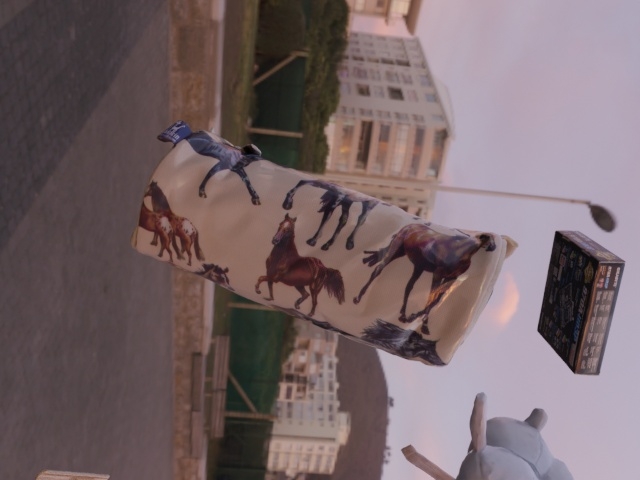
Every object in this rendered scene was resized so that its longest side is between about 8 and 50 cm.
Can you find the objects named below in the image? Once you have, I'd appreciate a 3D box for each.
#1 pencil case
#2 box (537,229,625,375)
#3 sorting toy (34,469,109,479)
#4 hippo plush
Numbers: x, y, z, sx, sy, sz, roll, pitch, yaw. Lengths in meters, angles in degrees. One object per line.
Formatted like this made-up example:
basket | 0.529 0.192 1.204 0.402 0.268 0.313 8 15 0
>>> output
pencil case | 0.000 0.000 0.713 0.160 0.411 0.183 80 33 -69
box | 0.471 0.109 1.158 0.175 0.051 0.220 -103 -164 -72
sorting toy | -0.186 0.183 0.421 0.083 0.012 0.062 34 81 -51
hippo plush | 0.226 0.347 0.836 0.234 0.294 0.236 -42 173 17
